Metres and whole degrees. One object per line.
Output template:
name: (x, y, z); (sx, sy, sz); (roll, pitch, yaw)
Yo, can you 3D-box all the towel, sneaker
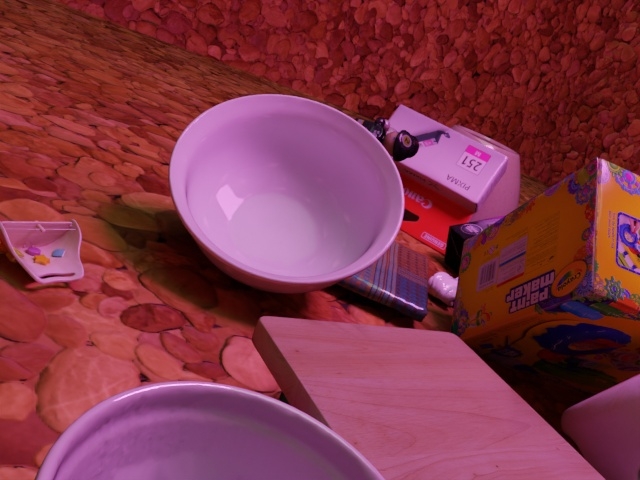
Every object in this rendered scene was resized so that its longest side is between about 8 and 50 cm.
towel: (0.000, 0.000, 0.978); (0.370, 0.040, 0.271); (25, 19, 3)
sneaker: (0.246, 0.088, 1.041); (0.152, 0.053, 0.061); (-2, 37, -38)

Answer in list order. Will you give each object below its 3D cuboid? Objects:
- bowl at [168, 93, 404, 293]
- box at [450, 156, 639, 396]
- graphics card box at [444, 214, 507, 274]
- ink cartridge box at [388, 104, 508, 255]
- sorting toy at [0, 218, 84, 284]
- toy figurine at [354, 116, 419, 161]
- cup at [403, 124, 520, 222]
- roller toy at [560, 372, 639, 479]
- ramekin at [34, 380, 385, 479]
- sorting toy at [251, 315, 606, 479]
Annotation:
bowl: (-0.049, -0.042, 0.802); (0.298, 0.134, 0.297); (6, 55, -9)
box: (0.374, 0.073, 0.806); (0.279, 0.290, 0.177); (20, 64, -12)
graphics card box: (0.460, 0.028, 1.187); (0.371, 0.094, 0.233); (-11, 33, -19)
ink cartridge box: (0.221, -0.137, 1.320); (0.275, 0.239, 0.060); (32, -12, 22)
sorting toy: (-0.276, 0.016, 0.608); (0.075, 0.045, 0.083); (44, 26, 28)
toy figurine: (0.110, -0.137, 1.221); (0.148, 0.213, 0.209); (17, 12, 17)
cup: (0.343, -0.137, 1.467); (0.331, 0.237, 0.331); (21, 19, -8)
roller toy: (0.362, 0.206, 0.622); (0.191, 0.209, 0.146); (-16, 66, -21)
ramekin: (-0.057, 0.182, 0.321); (0.207, 0.109, 0.207); (22, 18, -8)
sorting toy: (0.087, 0.183, 0.527); (0.257, 0.089, 0.255); (10, 23, -35)
